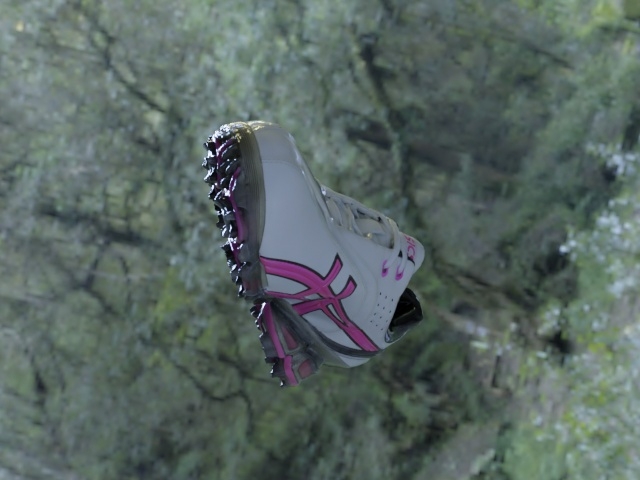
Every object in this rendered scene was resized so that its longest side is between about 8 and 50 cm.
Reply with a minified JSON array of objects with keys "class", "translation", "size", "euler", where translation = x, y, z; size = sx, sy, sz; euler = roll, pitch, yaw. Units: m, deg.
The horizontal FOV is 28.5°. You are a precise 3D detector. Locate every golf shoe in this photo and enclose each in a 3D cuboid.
[{"class":"golf shoe","translation":[0.000,0.000,0.551],"size":[0.186,0.085,0.068],"euler":[72,-179,-62]}]
